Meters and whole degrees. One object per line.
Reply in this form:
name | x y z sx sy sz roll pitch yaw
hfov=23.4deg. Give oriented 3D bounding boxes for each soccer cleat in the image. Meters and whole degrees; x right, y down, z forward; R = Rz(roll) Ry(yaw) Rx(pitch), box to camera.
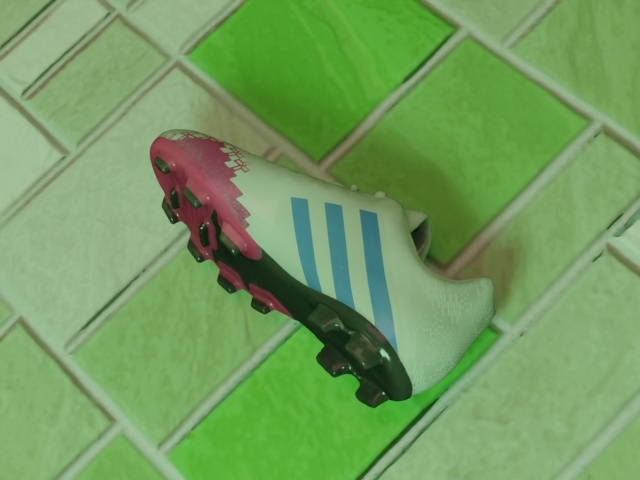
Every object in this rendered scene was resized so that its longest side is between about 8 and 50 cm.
soccer cleat | 0.000 0.000 1.247 0.143 0.116 0.331 -36 57 -21
